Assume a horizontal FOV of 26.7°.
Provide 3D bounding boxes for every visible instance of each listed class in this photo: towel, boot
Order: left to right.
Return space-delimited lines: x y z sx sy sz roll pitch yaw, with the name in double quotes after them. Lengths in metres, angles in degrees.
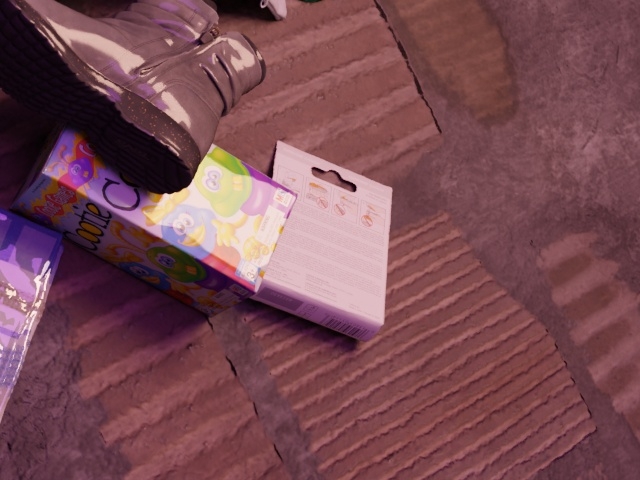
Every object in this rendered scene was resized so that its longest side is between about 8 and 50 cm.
-0.416 0.082 1.480 0.209 0.034 0.285 24 64 -17 "towel"
-0.230 -0.224 1.473 0.338 0.118 0.222 43 49 -21 "boot"

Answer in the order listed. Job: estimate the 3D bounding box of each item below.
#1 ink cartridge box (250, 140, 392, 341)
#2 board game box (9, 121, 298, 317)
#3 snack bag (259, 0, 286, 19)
0.000 0.000 1.724 0.181 0.056 0.224 22 48 -21 "ink cartridge box"
-0.193 -0.046 1.568 0.275 0.144 0.142 30 63 -16 "board game box"
-0.094 -0.447 1.653 0.037 0.342 0.323 -13 83 6 "snack bag"
